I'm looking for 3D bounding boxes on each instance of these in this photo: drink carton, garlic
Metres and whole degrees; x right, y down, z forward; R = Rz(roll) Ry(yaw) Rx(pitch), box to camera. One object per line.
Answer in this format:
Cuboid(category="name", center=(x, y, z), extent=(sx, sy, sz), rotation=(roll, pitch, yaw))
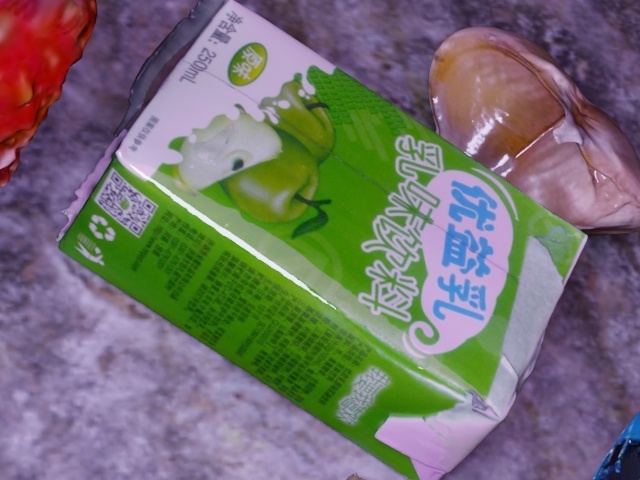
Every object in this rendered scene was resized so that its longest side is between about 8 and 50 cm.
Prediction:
Cuboid(category="drink carton", center=(0.000, 0.000, 1.074), extent=(0.271, 0.108, 0.161), rotation=(33, 51, -2))
Cuboid(category="garlic", center=(0.137, -0.068, 1.197), extent=(0.124, 0.099, 0.174), rotation=(-15, 66, -49))

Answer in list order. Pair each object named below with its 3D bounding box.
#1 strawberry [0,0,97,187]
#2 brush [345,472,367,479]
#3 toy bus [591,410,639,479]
Cuboid(category="strawberry", center=(-0.262, -0.112, 0.897), extent=(0.292, 0.310, 0.291), rotation=(11, 60, -20))
Cuboid(category="brush", center=(-0.006, 0.194, 1.004), extent=(0.043, 0.014, 0.170), rotation=(36, 51, 2))
Cuboid(category="toy bus", center=(0.227, 0.203, 0.981), extent=(0.134, 0.113, 0.246), rotation=(-34, 113, -32))
